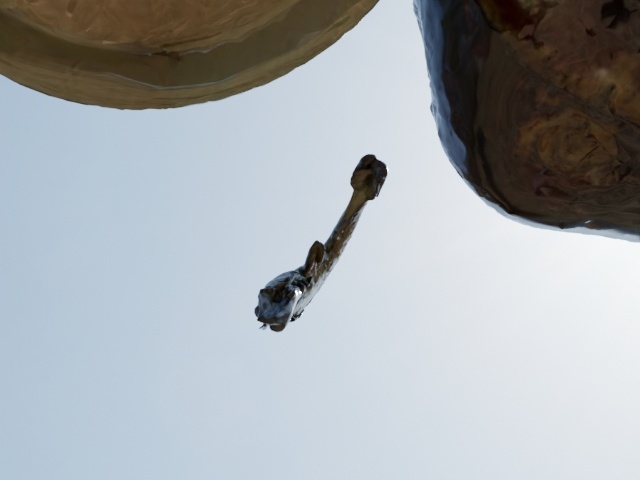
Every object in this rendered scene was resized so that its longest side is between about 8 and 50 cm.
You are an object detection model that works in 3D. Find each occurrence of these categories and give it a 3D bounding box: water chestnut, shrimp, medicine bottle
[{"bbox_3d":[0.156,-0.111,0.947,0.223,0.224,0.238,2,-34,-40],"label":"water chestnut"},{"bbox_3d":[0.003,0.002,1.413,0.148,0.035,0.195,-56,-5,13],"label":"shrimp"},{"bbox_3d":[-0.100,-0.251,0.874,0.235,0.406,0.236,-6,-58,-10],"label":"medicine bottle"}]
